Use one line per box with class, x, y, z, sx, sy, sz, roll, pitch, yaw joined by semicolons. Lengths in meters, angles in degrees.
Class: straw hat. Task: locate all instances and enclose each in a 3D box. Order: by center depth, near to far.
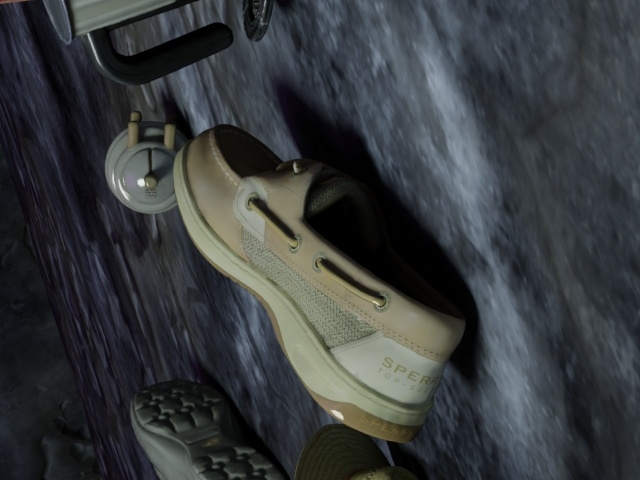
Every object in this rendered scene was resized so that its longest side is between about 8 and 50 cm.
straw hat;0.045;0.194;1.342;0.061;0.144;0.144;-19;92;36

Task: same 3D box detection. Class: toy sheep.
toy sheep;-0.150;-0.066;1.686;0.132;0.091;0.091;-85;-23;-78

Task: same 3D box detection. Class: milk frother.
milk frother;-0.106;-0.172;1.242;0.143;0.134;0.129;169;80;-76

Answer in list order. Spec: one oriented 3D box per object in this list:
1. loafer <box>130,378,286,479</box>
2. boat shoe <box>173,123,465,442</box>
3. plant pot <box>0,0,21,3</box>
loafer;-0.117;0.239;1.955;0.319;0.112;0.111;-136;37;-59
boat shoe;0.000;0.000;1.198;0.098;0.109;0.302;-60;37;20
plant pot;-0.111;-0.269;0.916;0.267;0.267;0.236;-134;40;-59
